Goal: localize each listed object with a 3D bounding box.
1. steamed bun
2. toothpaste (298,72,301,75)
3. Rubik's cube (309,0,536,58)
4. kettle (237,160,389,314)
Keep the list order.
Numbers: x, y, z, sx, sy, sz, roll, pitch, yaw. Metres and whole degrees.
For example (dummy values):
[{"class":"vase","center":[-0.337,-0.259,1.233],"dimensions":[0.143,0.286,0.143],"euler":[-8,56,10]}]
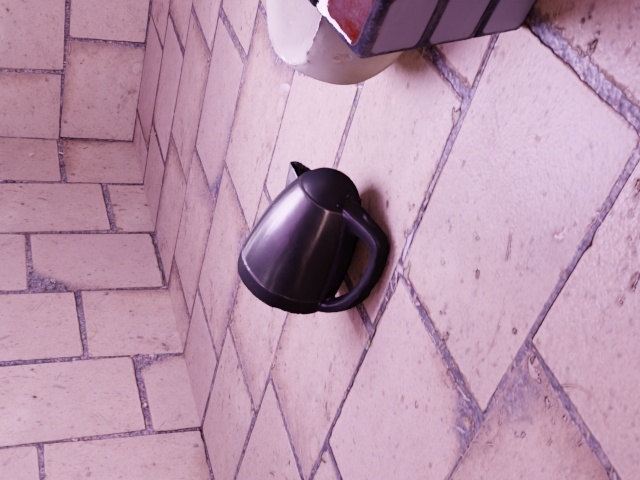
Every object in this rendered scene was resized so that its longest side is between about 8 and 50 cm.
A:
[{"class":"steamed bun","center":[0.050,-0.416,1.335],"dimensions":[0.324,0.206,0.324],"euler":[180,90,-65]},{"class":"toothpaste","center":[-0.006,-0.438,1.662],"dimensions":[0.323,0.066,0.100],"euler":[155,108,-70]},{"class":"Rubik's cube","center":[0.124,-0.437,0.959],"dimensions":[0.305,0.301,0.304],"euler":[56,142,23]},{"class":"kettle","center":[-0.015,-0.008,1.519],"dimensions":[0.251,0.207,0.271],"euler":[-105,34,-47]}]
